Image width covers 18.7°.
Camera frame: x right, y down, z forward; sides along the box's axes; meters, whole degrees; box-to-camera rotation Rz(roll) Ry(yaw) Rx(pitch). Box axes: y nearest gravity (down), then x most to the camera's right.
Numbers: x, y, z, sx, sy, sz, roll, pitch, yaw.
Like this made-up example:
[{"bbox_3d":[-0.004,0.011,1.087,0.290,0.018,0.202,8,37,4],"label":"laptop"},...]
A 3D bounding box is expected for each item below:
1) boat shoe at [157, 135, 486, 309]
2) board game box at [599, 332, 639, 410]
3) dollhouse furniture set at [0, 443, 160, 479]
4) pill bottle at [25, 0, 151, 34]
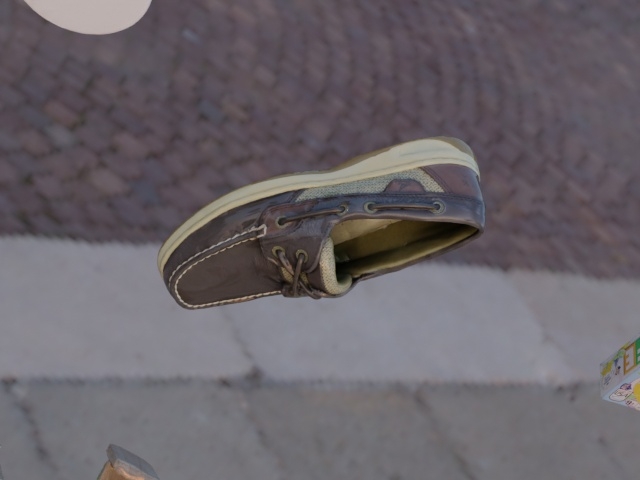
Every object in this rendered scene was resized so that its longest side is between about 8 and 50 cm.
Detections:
[{"bbox_3d":[0.001,0.000,1.258,0.080,0.224,0.073,64,9,-47],"label":"boat shoe"},{"bbox_3d":[0.266,0.086,1.207,0.154,0.103,0.026,17,54,-18],"label":"board game box"},{"bbox_3d":[-0.227,0.270,1.669,0.242,0.212,0.161,28,-2,-12],"label":"dollhouse furniture set"},{"bbox_3d":[-0.095,-0.164,0.899,0.078,0.078,0.137,28,46,-17],"label":"pill bottle"}]
